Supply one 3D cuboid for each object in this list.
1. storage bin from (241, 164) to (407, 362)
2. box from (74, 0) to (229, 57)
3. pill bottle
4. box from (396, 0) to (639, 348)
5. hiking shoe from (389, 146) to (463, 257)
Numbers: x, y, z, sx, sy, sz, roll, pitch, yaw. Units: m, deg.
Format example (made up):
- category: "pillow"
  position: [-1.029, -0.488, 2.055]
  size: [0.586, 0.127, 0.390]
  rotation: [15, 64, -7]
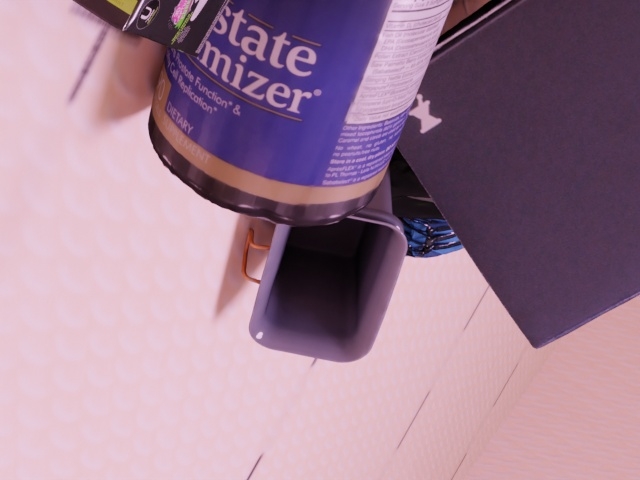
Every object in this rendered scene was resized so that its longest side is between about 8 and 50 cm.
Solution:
- category: "storage bin"
  position: [0.000, 0.000, 1.128]
  size: [0.091, 0.098, 0.135]
  rotation: [-85, -172, -47]
- category: "box"
  position: [-0.074, -0.113, 0.673]
  size: [0.052, 0.062, 0.083]
  rotation: [-59, 167, 6]
- category: "pill bottle"
  position: [0.002, -0.126, 0.789]
  size: [0.123, 0.123, 0.219]
  rotation: [-40, 156, -53]
- category: "box"
  position: [0.261, -0.139, 1.197]
  size: [0.293, 0.212, 0.395]
  rotation: [-31, -176, 30]
- category: "hiking shoe"
  position: [0.087, -0.031, 1.298]
  size: [0.132, 0.113, 0.304]
  rotation: [-52, 162, 20]
